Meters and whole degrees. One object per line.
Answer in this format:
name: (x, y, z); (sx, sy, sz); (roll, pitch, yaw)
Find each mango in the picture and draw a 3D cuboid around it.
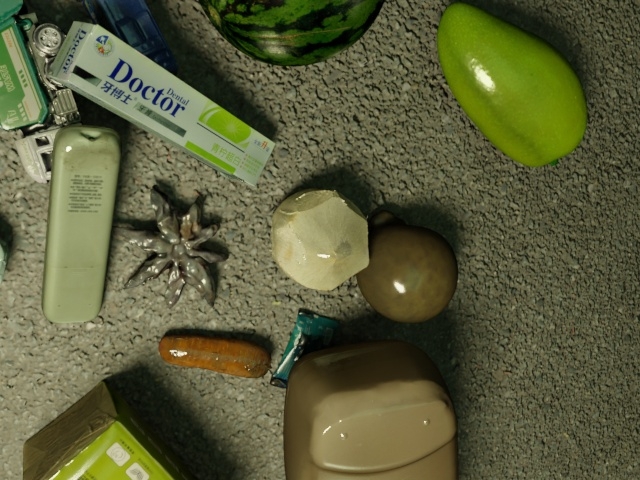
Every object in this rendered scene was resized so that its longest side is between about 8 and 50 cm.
mango: (0.333, -0.279, 1.138); (0.343, 0.156, 0.192); (42, 79, -20)

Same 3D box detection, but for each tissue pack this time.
tissue pack: (-0.026, 0.195, 1.119); (0.085, 0.028, 0.138); (22, 92, -24)
tissue pack: (0.075, 0.356, 1.049); (0.267, 0.277, 0.387); (-8, 103, -12)
tissue pack: (-0.279, 0.373, 0.941); (0.167, 0.200, 0.275); (-39, 109, -16)

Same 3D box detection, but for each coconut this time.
coconut: (0.001, -0.003, 1.031); (0.161, 0.162, 0.161); (-3, 98, -23)

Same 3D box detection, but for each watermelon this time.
watermelon: (-0.040, -0.388, 0.900); (0.285, 0.285, 0.285); (-3, 97, -22)

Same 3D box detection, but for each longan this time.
longan: (0.143, 0.040, 1.104); (0.185, 0.159, 0.204); (-13, 69, -39)

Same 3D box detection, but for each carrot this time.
carrot: (-0.169, 0.182, 1.043); (0.186, 0.060, 0.060); (15, 91, -18)

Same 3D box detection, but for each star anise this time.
star anise: (-0.225, 0.015, 0.995); (0.180, 0.061, 0.205); (-9, 100, -21)

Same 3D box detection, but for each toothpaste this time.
toothpaste: (-0.204, -0.177, 0.907); (0.336, 0.067, 0.081); (28, 86, -48)

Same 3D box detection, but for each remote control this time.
remote control: (-0.331, -0.011, 0.897); (0.090, 0.038, 0.309); (-1, 122, -29)

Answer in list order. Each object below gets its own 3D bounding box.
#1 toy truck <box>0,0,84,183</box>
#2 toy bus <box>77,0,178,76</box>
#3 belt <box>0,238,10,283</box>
toy truck: (-0.382, -0.204, 0.879); (0.124, 0.114, 0.253); (-17, 105, -16)
toy bus: (-0.287, -0.322, 0.911); (0.079, 0.094, 0.236); (-31, 107, -15)
belt: (-0.521, 0.042, 0.869); (0.198, 0.078, 0.151); (-21, 102, -20)
